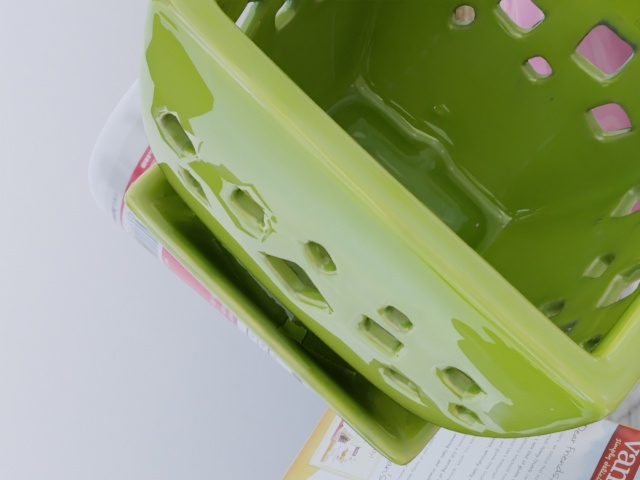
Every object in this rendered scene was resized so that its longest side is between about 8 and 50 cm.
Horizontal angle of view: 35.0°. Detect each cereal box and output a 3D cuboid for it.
[{"bbox_3d":[0.083,0.171,0.639,0.173,0.240,0.047,-54,-47,-22],"label":"cereal box"}]

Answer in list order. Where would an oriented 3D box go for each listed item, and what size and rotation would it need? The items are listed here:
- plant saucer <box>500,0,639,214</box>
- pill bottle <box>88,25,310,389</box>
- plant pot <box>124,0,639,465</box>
[{"bbox_3d":[0.240,-0.140,0.823,0.332,0.084,0.332,11,-105,-45],"label":"plant saucer"},{"bbox_3d":[0.000,0.000,0.960,0.229,0.407,0.229,-48,-10,-12],"label":"pill bottle"},{"bbox_3d":[0.052,-0.041,0.487,0.227,0.228,0.207,-46,-3,-31],"label":"plant pot"}]
